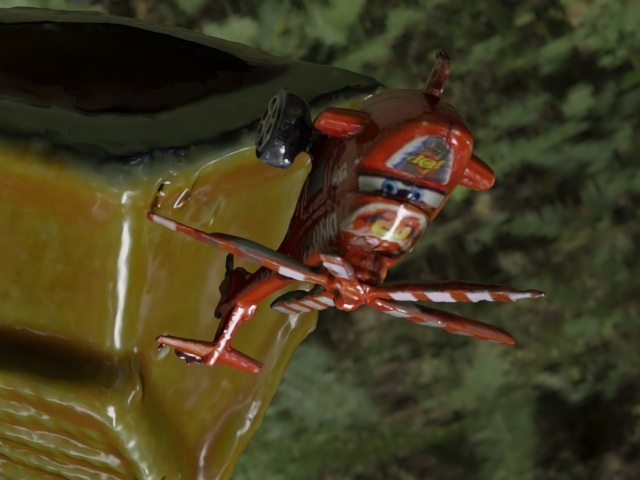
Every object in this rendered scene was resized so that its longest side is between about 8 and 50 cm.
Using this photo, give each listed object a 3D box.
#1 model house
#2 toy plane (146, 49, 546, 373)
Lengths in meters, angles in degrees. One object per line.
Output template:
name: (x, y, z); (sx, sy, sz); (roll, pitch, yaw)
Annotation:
model house: (-0.132, 0.014, 0.957); (0.173, 0.268, 0.239); (-45, 146, -57)
toy plane: (0.008, 0.002, 0.668); (0.126, 0.077, 0.194); (12, 158, 2)
